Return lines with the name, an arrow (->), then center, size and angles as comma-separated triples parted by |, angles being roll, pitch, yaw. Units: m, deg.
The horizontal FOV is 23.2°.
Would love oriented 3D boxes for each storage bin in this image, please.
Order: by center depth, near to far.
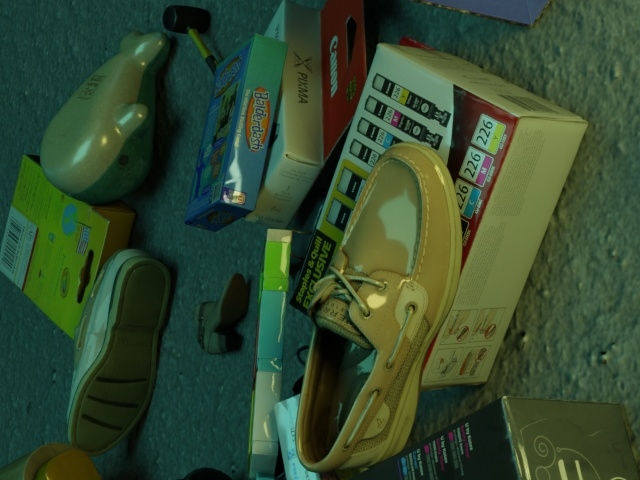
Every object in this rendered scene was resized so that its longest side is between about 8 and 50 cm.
storage bin -> 0.000, 0.000, 1.874 | 0.091, 0.098, 0.135 | 45, 121, 59

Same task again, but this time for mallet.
mallet -> -0.149, -0.257, 2.165 | 0.190, 0.062, 0.039 | 53, 129, 25

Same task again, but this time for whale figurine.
whale figurine -> -0.292, -0.176, 2.287 | 0.216, 0.141, 0.272 | 9, 67, 54

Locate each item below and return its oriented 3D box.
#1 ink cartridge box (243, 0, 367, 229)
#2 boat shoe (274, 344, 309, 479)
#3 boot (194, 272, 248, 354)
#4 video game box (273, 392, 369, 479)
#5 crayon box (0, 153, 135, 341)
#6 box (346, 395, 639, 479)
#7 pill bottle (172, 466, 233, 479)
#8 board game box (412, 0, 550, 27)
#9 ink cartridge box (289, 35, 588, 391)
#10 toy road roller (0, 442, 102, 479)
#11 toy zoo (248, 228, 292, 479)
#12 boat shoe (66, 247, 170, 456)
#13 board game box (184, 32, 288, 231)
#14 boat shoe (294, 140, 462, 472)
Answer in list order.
ink cartridge box -> -0.022, -0.189, 1.864 | 0.239, 0.060, 0.275 | 123, 155, -44
boat shoe -> 0.013, 0.188, 1.821 | 0.109, 0.089, 0.258 | 34, 112, 51
boot -> -0.138, 0.095, 2.083 | 0.087, 0.042, 0.118 | 16, 97, 56
video game box -> 0.035, 0.272, 1.682 | 0.048, 0.205, 0.187 | -21, 65, 27
crayon box -> -0.385, 0.012, 2.399 | 0.318, 0.081, 0.202 | 35, 113, 51
box -> 0.166, 0.266, 1.536 | 0.270, 0.165, 0.143 | -37, 56, 45
pill bottle -> -0.191, 0.389, 2.042 | 0.219, 0.123, 0.123 | -46, 50, 39
board game box -> 0.117, -0.386, 1.648 | 0.141, 0.232, 0.291 | -55, 44, 33
ink cartridge box -> 0.096, -0.039, 1.667 | 0.272, 0.130, 0.309 | 32, 111, 38
toy road roller -> -0.395, 0.469, 2.159 | 0.202, 0.240, 0.329 | -32, 81, 47
toy zoo -> -0.060, 0.150, 1.766 | 0.192, 0.030, 0.293 | 109, 165, -77
boat shoe -> -0.298, 0.159, 2.245 | 0.103, 0.113, 0.302 | 27, 99, 57
board game box -> -0.103, -0.127, 1.881 | 0.160, 0.047, 0.210 | 158, 124, -68
boat shoe -> 0.051, 0.071, 1.546 | 0.121, 0.110, 0.341 | 17, 103, 40
